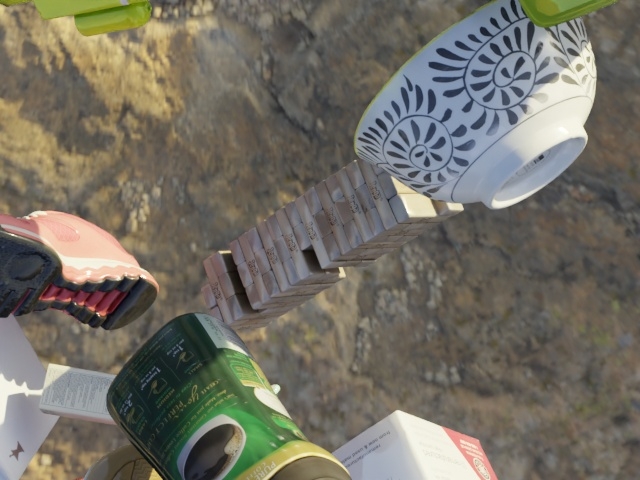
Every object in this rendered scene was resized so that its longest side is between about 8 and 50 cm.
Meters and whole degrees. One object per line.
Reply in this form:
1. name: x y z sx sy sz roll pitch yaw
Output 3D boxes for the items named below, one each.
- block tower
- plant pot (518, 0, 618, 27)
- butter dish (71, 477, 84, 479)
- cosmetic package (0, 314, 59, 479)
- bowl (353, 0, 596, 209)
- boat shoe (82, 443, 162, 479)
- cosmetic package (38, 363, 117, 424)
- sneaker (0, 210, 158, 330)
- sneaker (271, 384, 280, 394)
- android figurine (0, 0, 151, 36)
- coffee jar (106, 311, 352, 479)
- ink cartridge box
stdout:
1. block tower: 0.000 0.000 1.381 0.335 0.091 0.097 -32 162 34
2. plant pot: 0.199 -0.263 0.582 0.227 0.207 0.228 -36 107 -32
3. butter dish: -0.285 0.350 1.476 0.118 0.160 0.160 -30 89 -22
4. cosmetic package: -0.600 0.209 1.580 0.453 0.161 0.230 -9 120 24
5. bowl: 0.112 -0.072 0.738 0.170 0.170 0.080 -38 71 12
6. boat shoe: -0.114 0.268 0.860 0.098 0.096 0.277 -22 105 -21
7. cosmetic package: -0.286 0.194 1.482 0.115 0.041 0.060 11 72 0
8. sneaker: -0.343 0.018 1.436 0.116 0.136 0.314 -47 143 15
9. sneaker: -0.114 0.223 1.741 0.098 0.038 0.069 -35 82 -2
10. android figurine: -0.274 -0.344 1.343 0.273 0.056 0.248 -7 126 27
11. coffee jar: -0.052 0.132 0.721 0.096 0.184 0.079 -47 137 3
12. ink cartridge box: 0.184 0.453 1.623 0.160 0.384 0.279 -36 147 17
